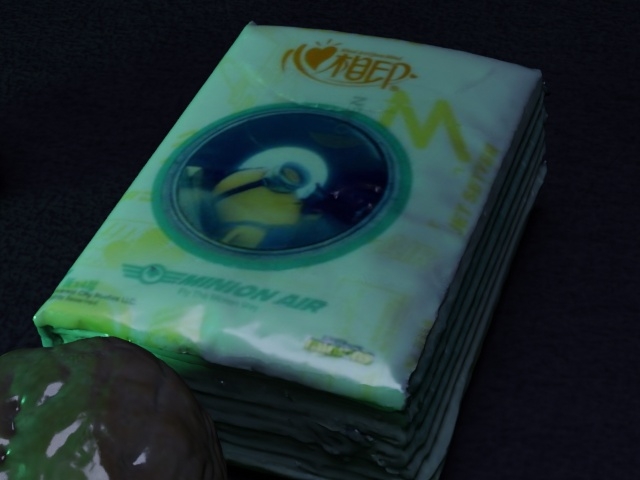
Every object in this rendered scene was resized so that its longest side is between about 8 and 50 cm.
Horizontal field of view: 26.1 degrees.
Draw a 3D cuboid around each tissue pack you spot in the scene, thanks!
[{"bbox_3d":[0.000,0.000,1.086,0.287,0.162,0.388,12,44,16],"label":"tissue pack"}]

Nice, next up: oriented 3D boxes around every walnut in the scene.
[{"bbox_3d":[-0.156,0.172,0.878,0.224,0.224,0.224,-1,42,1],"label":"walnut"}]
